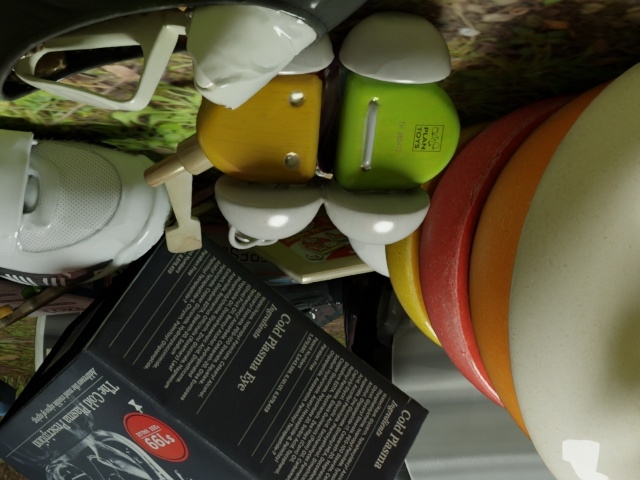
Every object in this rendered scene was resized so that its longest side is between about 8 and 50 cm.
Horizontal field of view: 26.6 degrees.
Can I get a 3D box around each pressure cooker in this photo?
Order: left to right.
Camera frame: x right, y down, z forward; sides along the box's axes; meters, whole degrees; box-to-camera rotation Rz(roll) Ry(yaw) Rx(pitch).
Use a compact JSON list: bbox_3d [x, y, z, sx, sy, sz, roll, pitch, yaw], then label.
[{"bbox_3d":[0.226,0.151,1.489,0.420,0.370,0.375,-10,160,33],"label":"pressure cooker"}]

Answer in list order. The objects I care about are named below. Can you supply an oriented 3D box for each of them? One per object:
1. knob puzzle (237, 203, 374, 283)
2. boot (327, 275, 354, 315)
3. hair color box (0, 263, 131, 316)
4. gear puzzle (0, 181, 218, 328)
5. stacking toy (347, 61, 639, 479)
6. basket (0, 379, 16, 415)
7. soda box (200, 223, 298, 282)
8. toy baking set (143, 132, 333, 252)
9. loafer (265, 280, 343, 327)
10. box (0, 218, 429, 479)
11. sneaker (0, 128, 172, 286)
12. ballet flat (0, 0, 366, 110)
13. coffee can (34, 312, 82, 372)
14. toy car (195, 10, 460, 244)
[{"bbox_3d":[0.000,0.000,1.392,0.213,0.030,0.213,4,-158,-2],"label":"knob puzzle"},{"bbox_3d":[0.036,0.058,1.688,0.045,0.121,0.099,8,161,-17],"label":"boot"},{"bbox_3d":[-0.388,0.010,1.526,0.173,0.105,0.347,-6,166,33],"label":"hair color box"},{"bbox_3d":[-0.252,0.025,1.357,0.339,0.044,0.175,-32,-177,-35],"label":"gear puzzle"},{"bbox_3d":[0.164,0.002,1.125,0.350,0.351,0.480,10,-176,-35],"label":"stacking toy"},{"bbox_3d":[-0.470,0.141,1.390,0.254,0.201,0.289,-3,164,2],"label":"basket"},{"bbox_3d":[-0.102,0.015,1.637,0.183,0.058,0.063,4,168,-10],"label":"soda box"},{"bbox_3d":[-0.048,-0.050,1.133,0.256,0.030,0.197,-25,151,18],"label":"toy baking set"},{"bbox_3d":[-0.001,0.092,1.951,0.223,0.078,0.076,-2,169,15],"label":"loafer"},{"bbox_3d":[-0.125,0.190,1.364,0.312,0.179,0.343,38,145,-9],"label":"box"},{"bbox_3d":[-0.325,-0.042,1.177,0.365,0.137,0.210,1,171,14],"label":"sneaker"},{"bbox_3d":[-0.086,-0.127,0.828,0.280,0.096,0.095,-3,167,22],"label":"ballet flat"},{"bbox_3d":[-0.257,0.155,1.989,0.275,0.202,0.201,0,169,6],"label":"coffee can"},{"bbox_3d":[0.004,-0.090,0.949,0.182,0.159,0.136,2,-157,-7],"label":"toy car"}]
